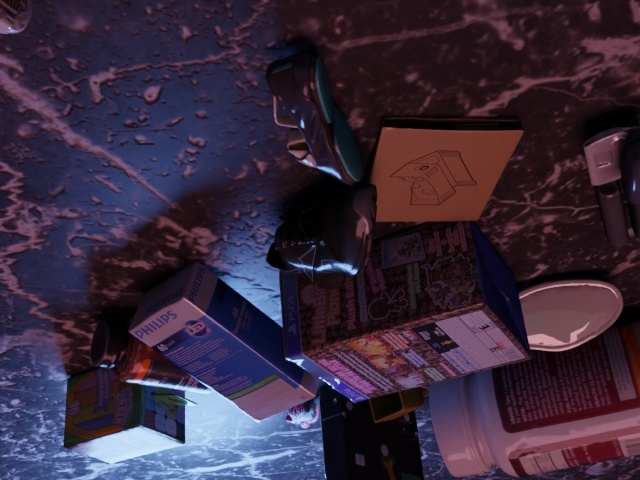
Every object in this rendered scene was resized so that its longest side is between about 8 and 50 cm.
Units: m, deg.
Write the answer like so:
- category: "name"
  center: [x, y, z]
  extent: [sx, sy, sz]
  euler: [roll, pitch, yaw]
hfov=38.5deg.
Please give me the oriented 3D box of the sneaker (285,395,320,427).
- category: "sneaker"
  center: [-0.037, 0.336, 1.806]
  extent: [0.057, 0.047, 0.119]
  euler: [15, 145, -12]

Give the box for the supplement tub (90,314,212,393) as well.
- category: "supplement tub"
  center: [-0.249, 0.174, 1.419]
  extent: [0.198, 0.106, 0.106]
  euler: [15, 144, -32]

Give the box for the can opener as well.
- category: "can opener"
  center: [0.380, -0.057, 1.146]
  extent: [0.074, 0.093, 0.280]
  euler: [-15, 154, 14]

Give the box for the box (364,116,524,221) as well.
- category: "box"
  center: [0.139, -0.082, 1.121]
  extent: [0.164, 0.021, 0.201]
  euler: [-1, 151, -8]

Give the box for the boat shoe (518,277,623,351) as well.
- category: "boat shoe"
  center: [0.320, 0.127, 1.475]
  extent: [0.319, 0.116, 0.099]
  euler: [-22, -170, 14]

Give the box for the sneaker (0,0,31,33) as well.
- category: "sneaker"
  center: [-0.340, -0.229, 0.720]
  extent: [0.115, 0.090, 0.232]
  euler: [-12, 149, 19]

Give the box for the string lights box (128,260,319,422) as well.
- category: "string lights box"
  center: [-0.135, 0.155, 1.345]
  extent: [0.133, 0.076, 0.260]
  euler: [-30, 121, 36]

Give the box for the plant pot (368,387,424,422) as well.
- category: "plant pot"
  center: [0.147, 0.291, 1.722]
  extent: [0.083, 0.081, 0.081]
  euler: [9, 149, -43]

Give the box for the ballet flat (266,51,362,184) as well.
- category: "ballet flat"
  center: [-0.010, -0.125, 0.976]
  extent: [0.074, 0.074, 0.203]
  euler: [-12, 149, 11]

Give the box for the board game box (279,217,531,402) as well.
- category: "board game box"
  center: [0.124, 0.108, 1.328]
  extent: [0.291, 0.141, 0.232]
  euler: [-18, 148, 21]

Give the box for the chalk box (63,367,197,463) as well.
- category: "chalk box"
  center: [-0.317, 0.286, 1.581]
  extent: [0.213, 0.132, 0.132]
  euler: [-19, 147, 21]

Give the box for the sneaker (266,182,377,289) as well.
- category: "sneaker"
  center: [0.000, 0.000, 1.142]
  extent: [0.106, 0.101, 0.267]
  euler: [12, 158, -9]

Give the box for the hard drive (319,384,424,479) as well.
- category: "hard drive"
  center: [0.105, 0.454, 1.734]
  extent: [0.064, 0.339, 0.237]
  euler: [-29, 144, 35]

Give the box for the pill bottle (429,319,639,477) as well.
- category: "pill bottle"
  center: [0.405, 0.288, 1.610]
  extent: [0.392, 0.224, 0.224]
  euler: [-15, 149, 17]
